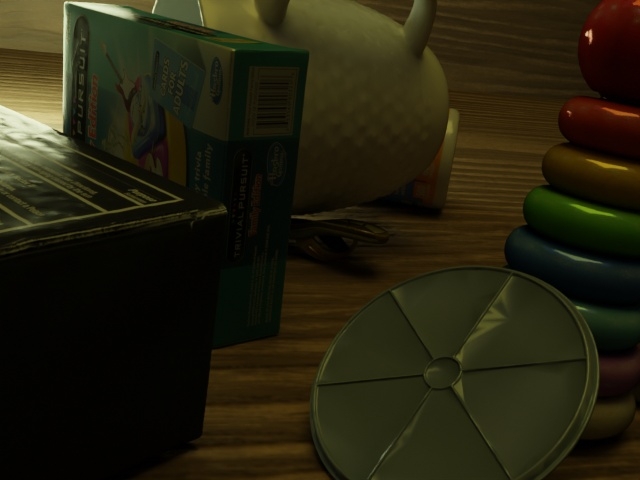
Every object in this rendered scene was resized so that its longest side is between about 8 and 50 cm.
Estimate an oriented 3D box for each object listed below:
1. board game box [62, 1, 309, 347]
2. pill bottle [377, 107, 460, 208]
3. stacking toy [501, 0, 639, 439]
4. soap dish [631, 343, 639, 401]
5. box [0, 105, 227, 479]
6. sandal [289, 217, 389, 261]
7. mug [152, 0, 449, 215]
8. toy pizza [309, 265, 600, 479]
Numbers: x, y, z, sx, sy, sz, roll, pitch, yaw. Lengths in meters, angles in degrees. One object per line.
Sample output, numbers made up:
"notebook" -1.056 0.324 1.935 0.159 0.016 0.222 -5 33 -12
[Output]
"board game box" -0.154 -0.083 0.779 0.079 0.253 0.336 -8 24 -38
"pill bottle" 0.062 -0.141 1.198 0.272 0.152 0.152 9 19 7
"stacking toy" 0.209 -0.025 0.611 0.141 0.330 0.141 11 13 -3
"soap dish" 0.365 0.063 0.762 0.229 0.118 0.291 22 24 36
"box" -0.266 0.036 0.492 0.296 0.182 0.294 24 26 36
"sandal" 0.000 0.000 0.929 0.180 0.049 0.072 1 6 31
"mug" -0.007 -0.193 0.939 0.328 0.374 0.276 -1 54 -26
"toy pizza" 0.088 0.099 0.549 0.201 0.032 0.201 -17 40 15
